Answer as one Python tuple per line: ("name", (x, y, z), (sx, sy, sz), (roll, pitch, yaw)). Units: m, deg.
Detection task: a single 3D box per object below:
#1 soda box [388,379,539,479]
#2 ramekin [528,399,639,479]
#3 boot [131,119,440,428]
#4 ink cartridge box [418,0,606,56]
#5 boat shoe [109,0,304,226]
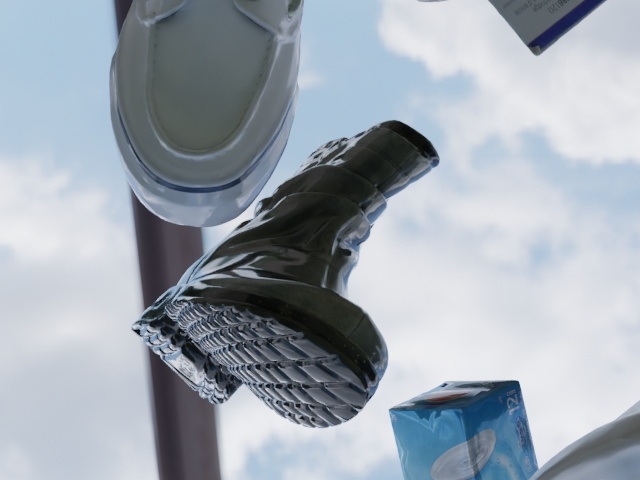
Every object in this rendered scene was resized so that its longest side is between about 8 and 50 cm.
("soda box", (0.115, 0.206, 1.204), (0.071, 0.210, 0.067), (-6, -170, 46))
("ramekin", (0.205, 0.157, 0.670), (0.272, 0.273, 0.127), (10, -150, 30))
("boot", (0.000, 0.000, 0.833), (0.161, 0.083, 0.246), (-49, -166, -14))
("ink cartridge box", (0.059, -0.262, 0.990), (0.165, 0.333, 0.065), (-38, 177, -25))
("boat shoe", (-0.048, -0.115, 0.760), (0.083, 0.076, 0.226), (4, -126, -1))
